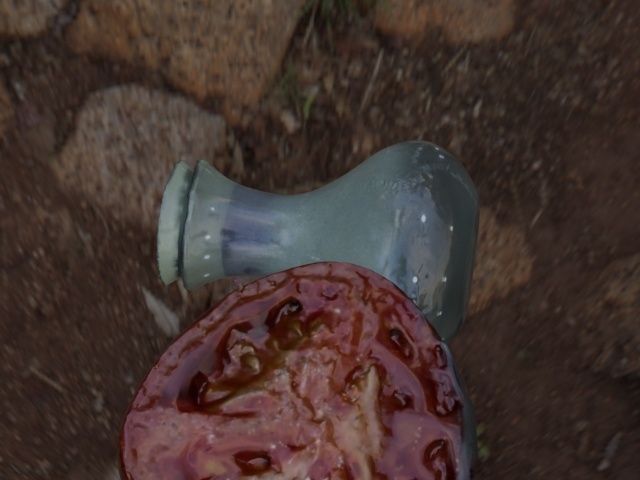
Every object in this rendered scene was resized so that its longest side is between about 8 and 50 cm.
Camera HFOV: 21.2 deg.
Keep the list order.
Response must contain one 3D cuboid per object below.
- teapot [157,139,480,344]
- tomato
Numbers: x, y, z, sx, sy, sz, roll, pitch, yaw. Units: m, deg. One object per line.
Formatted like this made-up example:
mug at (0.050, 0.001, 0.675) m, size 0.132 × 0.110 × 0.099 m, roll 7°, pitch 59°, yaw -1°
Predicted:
teapot at (0.000, 0.000, 1.391) m, size 0.251 × 0.183 × 0.183 m, roll 8°, pitch 76°, yaw 9°
tomato at (-0.004, 0.105, 0.812) m, size 0.166 × 0.082 × 0.174 m, roll 39°, pitch 61°, yaw 9°
